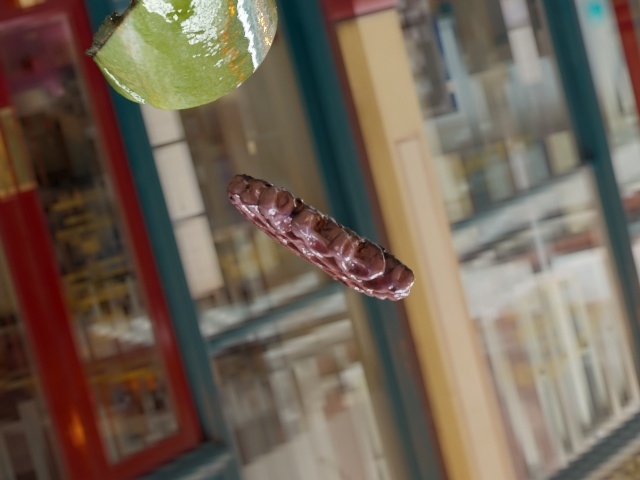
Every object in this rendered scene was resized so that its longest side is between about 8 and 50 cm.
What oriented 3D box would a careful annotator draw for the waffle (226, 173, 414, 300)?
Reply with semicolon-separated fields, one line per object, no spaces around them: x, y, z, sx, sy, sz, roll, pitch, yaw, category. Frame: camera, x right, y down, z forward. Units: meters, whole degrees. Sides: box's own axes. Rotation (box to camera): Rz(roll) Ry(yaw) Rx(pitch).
0.000;0.000;1.942;0.055;0.234;0.221;-60;-164;-3;waffle

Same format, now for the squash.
-0.174;-0.299;2.022;0.233;0.210;0.309;-53;160;-9;squash
